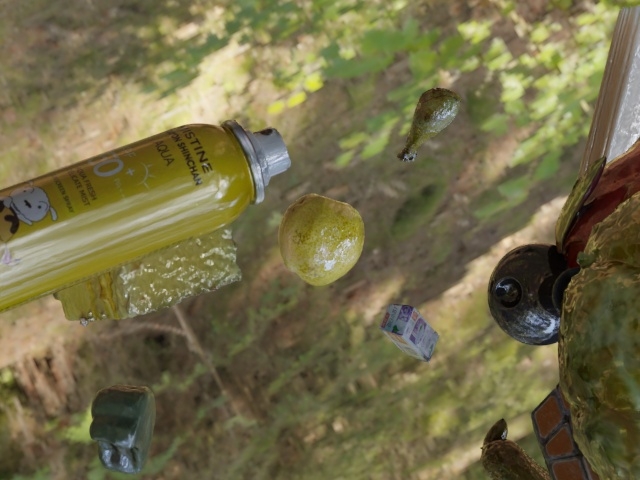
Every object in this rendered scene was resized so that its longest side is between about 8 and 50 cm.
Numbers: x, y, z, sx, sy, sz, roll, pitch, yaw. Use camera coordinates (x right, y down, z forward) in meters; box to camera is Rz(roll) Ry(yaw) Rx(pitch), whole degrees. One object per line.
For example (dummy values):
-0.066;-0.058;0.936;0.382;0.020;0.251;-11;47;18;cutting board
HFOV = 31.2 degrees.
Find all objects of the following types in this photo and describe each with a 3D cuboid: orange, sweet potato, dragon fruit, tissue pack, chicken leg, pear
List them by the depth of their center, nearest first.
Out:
0.328;0.125;1.013;0.210;0.368;0.271;-11;178;-24;orange
0.421;-0.013;1.261;0.291;0.290;0.189;-17;144;-39;dragon fruit
0.311;0.413;1.685;0.124;0.310;0.098;-8;166;4;sweet potato
0.483;-0.168;1.701;0.170;0.325;0.071;14;179;-29;tissue pack
0.188;-0.202;2.014;0.093;0.070;0.178;-46;169;-47;chicken leg
0.000;0.000;2.173;0.178;0.178;0.178;-26;167;-7;pear

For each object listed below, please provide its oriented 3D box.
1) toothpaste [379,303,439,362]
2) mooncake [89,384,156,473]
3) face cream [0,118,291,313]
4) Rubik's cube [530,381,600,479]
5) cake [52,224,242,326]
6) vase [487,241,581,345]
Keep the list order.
0.130;0.132;1.644;0.047;0.040;0.196;-68;159;-10;toothpaste
-0.354;0.340;2.049;0.104;0.175;0.168;2;-156;-1;mooncake
-0.189;-0.026;1.031;0.349;0.105;0.105;-21;166;-18;face cream
0.423;0.268;1.470;0.319;0.264;0.319;6;-164;-2;Rubik's cube
-0.305;0.000;1.791;0.227;0.222;0.286;-16;-176;-41;cake
0.259;0.060;1.283;0.120;0.120;0.183;-25;-178;-10;vase
